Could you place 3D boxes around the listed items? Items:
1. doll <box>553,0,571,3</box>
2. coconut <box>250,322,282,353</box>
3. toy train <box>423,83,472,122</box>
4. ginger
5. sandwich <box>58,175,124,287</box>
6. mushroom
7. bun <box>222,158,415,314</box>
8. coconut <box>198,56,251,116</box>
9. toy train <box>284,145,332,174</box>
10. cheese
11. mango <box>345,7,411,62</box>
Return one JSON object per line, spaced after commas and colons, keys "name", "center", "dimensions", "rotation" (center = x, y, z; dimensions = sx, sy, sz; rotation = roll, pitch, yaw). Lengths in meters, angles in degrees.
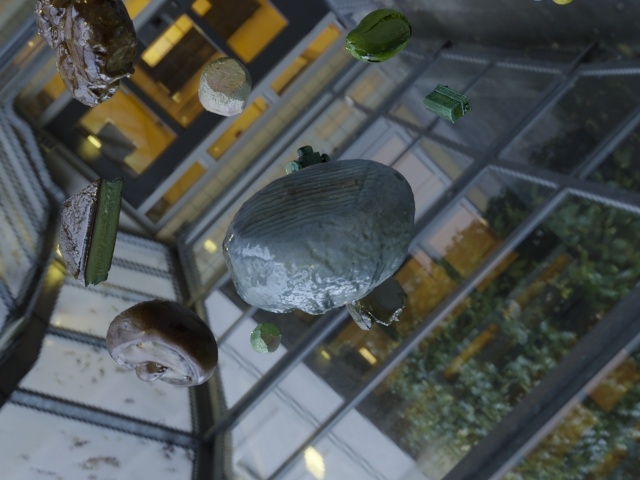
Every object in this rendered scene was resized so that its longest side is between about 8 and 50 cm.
{"name": "doll", "center": [0.370, -0.530, 1.144], "dimensions": [0.187, 0.365, 0.376], "rotation": [41, -167, -47]}
{"name": "coconut", "center": [-0.144, 0.257, 2.167], "dimensions": [0.083, 0.082, 0.081], "rotation": [56, 153, -2]}
{"name": "toy train", "center": [0.241, -0.260, 1.576], "dimensions": [0.093, 0.056, 0.038], "rotation": [36, 159, 42]}
{"name": "ginger", "center": [-0.537, -0.478, 1.904], "dimensions": [0.274, 0.152, 0.357], "rotation": [59, 150, -1]}
{"name": "sandwich", "center": [-0.480, -0.028, 1.722], "dimensions": [0.096, 0.258, 0.094], "rotation": [22, -158, 17]}
{"name": "mushroom", "center": [-0.348, 0.229, 1.840], "dimensions": [0.253, 0.253, 0.153], "rotation": [43, -137, -33]}
{"name": "bun", "center": [0.000, 0.000, 1.432], "dimensions": [0.362, 0.361, 0.211], "rotation": [-127, 20, -69]}
{"name": "coconut", "center": [-0.214, -0.337, 1.836], "dimensions": [0.116, 0.116, 0.122], "rotation": [45, 166, 2]}
{"name": "toy train", "center": [-0.013, -0.101, 2.159], "dimensions": [0.285, 0.116, 0.177], "rotation": [71, 160, 1]}
{"name": "cheese", "center": [0.131, 0.147, 2.065], "dimensions": [0.175, 0.091, 0.202], "rotation": [43, -153, -6]}
{"name": "mango", "center": [0.103, -0.376, 1.533], "dimensions": [0.074, 0.165, 0.091], "rotation": [-26, 91, 53]}
